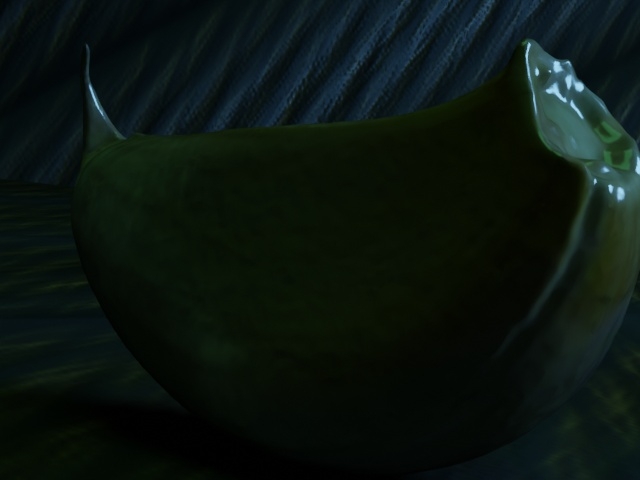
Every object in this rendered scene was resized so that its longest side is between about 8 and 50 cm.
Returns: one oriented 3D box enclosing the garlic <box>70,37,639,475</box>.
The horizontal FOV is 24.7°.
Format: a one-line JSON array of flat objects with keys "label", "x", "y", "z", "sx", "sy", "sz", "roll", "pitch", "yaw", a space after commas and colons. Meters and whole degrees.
[{"label": "garlic", "x": 0.006, "y": 0.005, "z": 0.557, "sx": 0.245, "sy": 0.164, "sz": 0.145, "roll": 4, "pitch": 18, "yaw": 32}]
